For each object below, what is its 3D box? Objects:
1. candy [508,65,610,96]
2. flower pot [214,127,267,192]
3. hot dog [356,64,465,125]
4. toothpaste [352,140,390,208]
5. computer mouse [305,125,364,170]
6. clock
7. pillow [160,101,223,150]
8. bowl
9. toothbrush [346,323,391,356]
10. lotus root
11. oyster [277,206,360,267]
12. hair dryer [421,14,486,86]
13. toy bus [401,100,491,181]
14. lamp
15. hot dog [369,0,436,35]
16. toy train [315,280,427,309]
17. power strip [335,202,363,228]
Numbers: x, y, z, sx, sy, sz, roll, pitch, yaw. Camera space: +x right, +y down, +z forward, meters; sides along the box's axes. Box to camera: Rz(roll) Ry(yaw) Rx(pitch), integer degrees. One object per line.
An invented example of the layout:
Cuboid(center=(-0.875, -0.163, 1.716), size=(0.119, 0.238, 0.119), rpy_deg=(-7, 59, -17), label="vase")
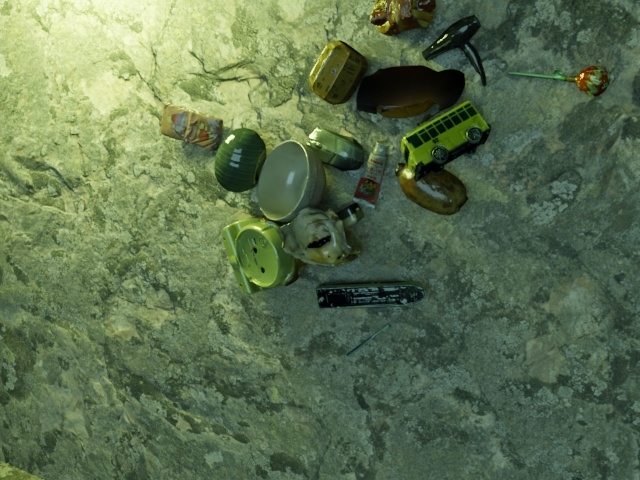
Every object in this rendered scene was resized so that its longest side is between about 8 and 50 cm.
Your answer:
Cuboid(center=(0.715, -0.489, 1.646), size=(0.288, 0.078, 0.084), rpy_deg=(14, 144, 26), label="candy")
Cuboid(center=(-0.288, -0.288, 1.977), size=(0.157, 0.189, 0.242), rpy_deg=(22, 119, 7), label="flower pot")
Cuboid(center=(0.291, -0.462, 1.769), size=(0.327, 0.107, 0.193), rpy_deg=(13, 90, 12), label="hot dog")
Cuboid(center=(0.183, -0.230, 1.902), size=(0.090, 0.057, 0.234), rpy_deg=(23, 117, 12), label="toothpaste")
Cuboid(center=(0.046, -0.317, 1.915), size=(0.231, 0.071, 0.126), rpy_deg=(25, 110, 14), label="computer mouse")
Cuboid(center=(-0.200, 0.047, 2.007), size=(0.349, 0.117, 0.285), rpy_deg=(-13, 98, 46), label="clock")
Cuboid(center=(-0.494, -0.438, 2.094), size=(0.249, 0.049, 0.135), rpy_deg=(19, 109, 11), label="pillow")
Cuboid(center=(-0.083, -0.195, 1.916), size=(0.287, 0.144, 0.286), rpy_deg=(-18, 65, 45), label="bowl")
Cuboid(center=(0.182, 0.381, 2.064), size=(0.220, 0.016, 0.019), rpy_deg=(-40, 96, 22), label="toothbrush")
Cuboid(center=(0.360, -0.180, 1.805), size=(0.260, 0.128, 0.145), rpy_deg=(31, 97, 8), label="lotus root")
Cuboid(center=(-0.003, -0.007, 1.861), size=(0.276, 0.100, 0.270), rpy_deg=(-11, 130, -5), label="oyster")
Cuboid(center=(0.451, -0.571, 1.722), size=(0.196, 0.075, 0.219), rpy_deg=(-30, 99, 33), label="hair dryer")
Cuboid(center=(0.382, -0.310, 1.708), size=(0.262, 0.128, 0.150), rpy_deg=(-29, 75, -2), label="toy bus")
Cuboid(center=(0.057, -0.556, 1.811), size=(0.161, 0.161, 0.185), rpy_deg=(38, 112, 8), label="lamp")
Cuboid(center=(0.257, -0.722, 1.718), size=(0.213, 0.103, 0.146), rpy_deg=(-13, 116, 25), label="hot dog")
Cuboid(center=(0.186, 0.193, 1.977), size=(0.408, 0.088, 0.086), rpy_deg=(-4, 103, 20), label="toy train")
Cuboid(center=(0.036, -0.051, 1.963), size=(0.257, 0.105, 0.070), rpy_deg=(-29, 94, 23), label="power strip")
